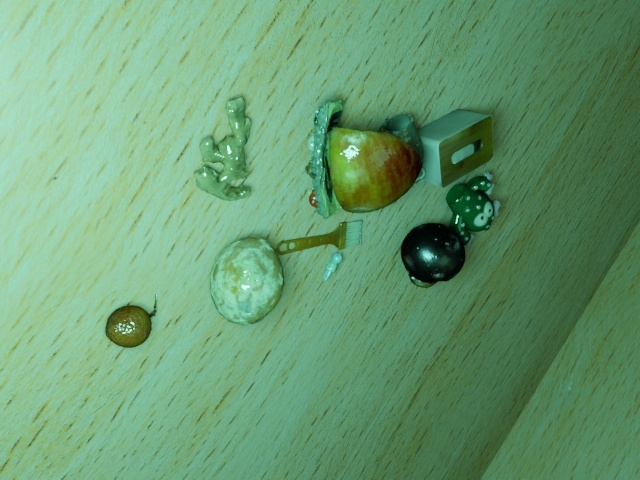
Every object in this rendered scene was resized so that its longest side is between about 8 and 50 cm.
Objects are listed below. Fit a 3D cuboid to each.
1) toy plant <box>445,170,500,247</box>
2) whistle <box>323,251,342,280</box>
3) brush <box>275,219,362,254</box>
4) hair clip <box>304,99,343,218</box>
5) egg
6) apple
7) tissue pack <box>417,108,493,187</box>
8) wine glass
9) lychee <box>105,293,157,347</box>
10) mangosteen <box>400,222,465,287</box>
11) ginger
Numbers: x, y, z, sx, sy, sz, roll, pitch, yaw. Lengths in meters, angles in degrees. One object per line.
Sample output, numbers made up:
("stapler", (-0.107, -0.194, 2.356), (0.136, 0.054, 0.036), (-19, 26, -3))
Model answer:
("toy plant", (0.535, -0.107, 2.106), (0.233, 0.113, 0.243), (-35, 122, -17))
("whistle", (0.036, 0.077, 1.828), (0.035, 0.035, 0.100), (30, 90, -43))
("brush", (0.000, 0.000, 1.779), (0.315, 0.017, 0.090), (-12, 114, -35))
("hair clip", (0.003, -0.218, 1.627), (0.138, 0.091, 0.321), (-37, 133, -56))
("egg", (-0.187, 0.103, 1.551), (0.195, 0.195, 0.233), (24, 80, -43))
("apple", (0.141, -0.188, 1.649), (0.254, 0.179, 0.346), (-41, 154, 3))
("tissue pack", (0.412, -0.297, 1.901), (0.246, 0.136, 0.159), (-30, 126, -25))
("wine glass", (0.248, -0.268, 1.793), (0.111, 0.111, 0.204), (-39, 132, -20))
("lychee", (-0.446, 0.201, 1.439), (0.140, 0.101, 0.114), (4, 111, -45))
("mangosteen", (0.361, 0.061, 1.998), (0.211, 0.211, 0.250), (-26, 155, -29))
("ginger", (-0.231, -0.216, 1.457), (0.149, 0.065, 0.258), (-9, 117, -34))
